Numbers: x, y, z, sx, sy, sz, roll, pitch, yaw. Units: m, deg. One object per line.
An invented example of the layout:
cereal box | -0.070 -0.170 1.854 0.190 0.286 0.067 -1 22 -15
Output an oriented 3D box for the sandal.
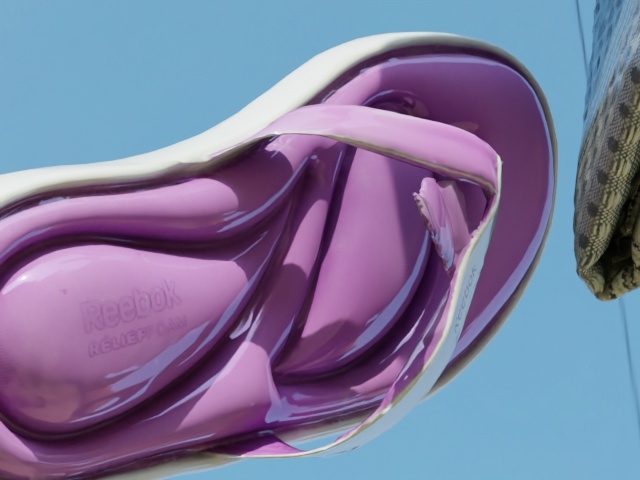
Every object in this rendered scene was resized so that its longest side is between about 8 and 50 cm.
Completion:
sandal | 0.004 0.015 0.726 0.102 0.416 0.169 -2 -75 42

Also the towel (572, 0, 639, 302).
towel | 0.179 -0.185 0.771 0.056 0.312 0.324 13 -51 2
